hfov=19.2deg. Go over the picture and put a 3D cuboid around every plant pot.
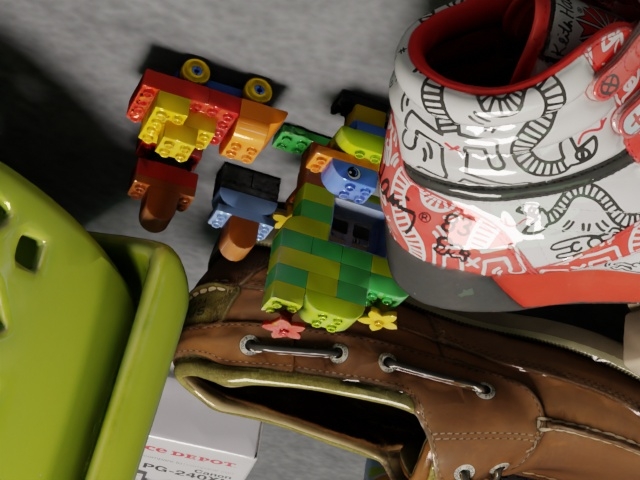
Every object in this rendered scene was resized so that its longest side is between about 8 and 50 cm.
[{"bbox_3d":[-0.206,0.068,0.922,0.207,0.227,0.228,22,170,-34],"label":"plant pot"}]

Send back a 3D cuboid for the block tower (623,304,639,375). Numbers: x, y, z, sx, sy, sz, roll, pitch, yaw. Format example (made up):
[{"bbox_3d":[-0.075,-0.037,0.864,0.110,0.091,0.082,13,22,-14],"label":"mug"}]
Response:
[{"bbox_3d":[0.291,0.085,1.000,0.097,0.091,0.335,-15,144,37],"label":"block tower"}]

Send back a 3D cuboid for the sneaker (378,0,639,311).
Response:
[{"bbox_3d":[0.159,-0.047,0.797,0.270,0.090,0.145,-4,135,0],"label":"sneaker"}]

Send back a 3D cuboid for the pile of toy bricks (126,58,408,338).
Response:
[{"bbox_3d":[0.000,0.000,0.907,0.212,0.105,0.118,16,150,-13],"label":"pile of toy bricks"}]

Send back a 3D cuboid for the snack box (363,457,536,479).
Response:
[{"bbox_3d":[0.127,0.156,1.092,0.207,0.174,0.070,6,107,2],"label":"snack box"}]

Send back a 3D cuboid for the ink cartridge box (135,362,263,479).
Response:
[{"bbox_3d":[-0.102,0.127,1.206,0.109,0.063,0.150,13,151,-8],"label":"ink cartridge box"}]

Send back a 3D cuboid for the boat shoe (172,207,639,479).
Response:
[{"bbox_3d":[0.070,0.093,0.996,0.307,0.104,0.110,20,148,2],"label":"boat shoe"}]
